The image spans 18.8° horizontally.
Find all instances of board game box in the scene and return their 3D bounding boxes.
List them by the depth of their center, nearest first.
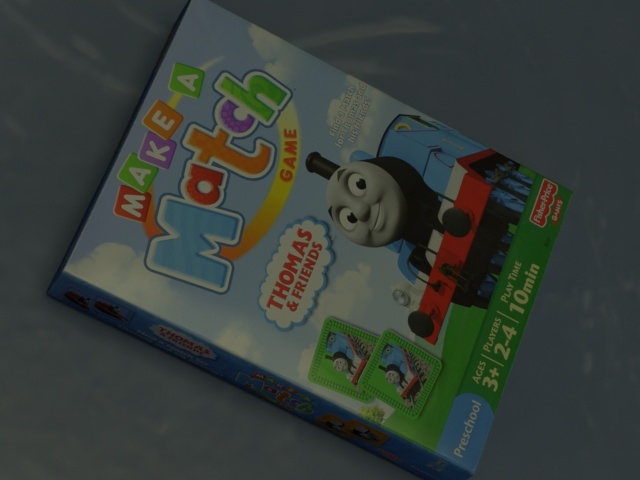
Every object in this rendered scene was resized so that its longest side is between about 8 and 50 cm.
[{"bbox_3d":[0.000,0.000,0.915,0.211,0.039,0.160,26,65,-9],"label":"board game box"}]
